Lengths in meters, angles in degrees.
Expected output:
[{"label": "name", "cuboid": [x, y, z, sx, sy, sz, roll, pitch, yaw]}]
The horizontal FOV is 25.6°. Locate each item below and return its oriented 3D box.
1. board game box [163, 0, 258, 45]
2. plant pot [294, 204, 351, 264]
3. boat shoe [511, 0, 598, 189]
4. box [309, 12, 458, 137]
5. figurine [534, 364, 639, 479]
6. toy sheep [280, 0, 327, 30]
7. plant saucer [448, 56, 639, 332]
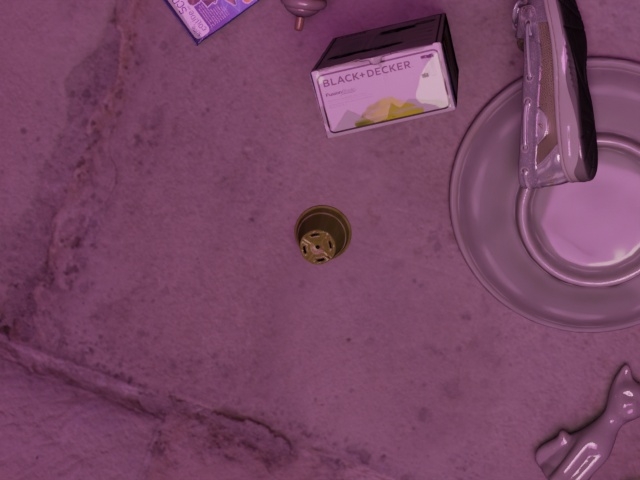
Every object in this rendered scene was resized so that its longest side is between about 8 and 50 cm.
[{"label": "board game box", "cuboid": [-0.176, -0.389, 1.938, 0.136, 0.035, 0.201, -33, 100, 14]}, {"label": "plant pot", "cuboid": [0.000, 0.000, 2.008, 0.083, 0.079, 0.083, 2, 107, 5]}, {"label": "boat shoe", "cuboid": [0.294, -0.227, 1.857, 0.103, 0.118, 0.320, -11, 81, 24]}, {"label": "box", "cuboid": [0.089, -0.219, 1.826, 0.169, 0.290, 0.087, -12, 104, 8]}, {"label": "figurine", "cuboid": [0.457, 0.313, 2.054, 0.215, 0.092, 0.209, 39, 98, -5]}, {"label": "toy sheep", "cuboid": [-0.019, -0.349, 1.905, 0.091, 0.091, 0.132, 5, 107, 5]}, {"label": "plant saucer", "cuboid": [0.377, -0.049, 1.944, 0.401, 0.100, 0.400, 2, 106, 6]}]
